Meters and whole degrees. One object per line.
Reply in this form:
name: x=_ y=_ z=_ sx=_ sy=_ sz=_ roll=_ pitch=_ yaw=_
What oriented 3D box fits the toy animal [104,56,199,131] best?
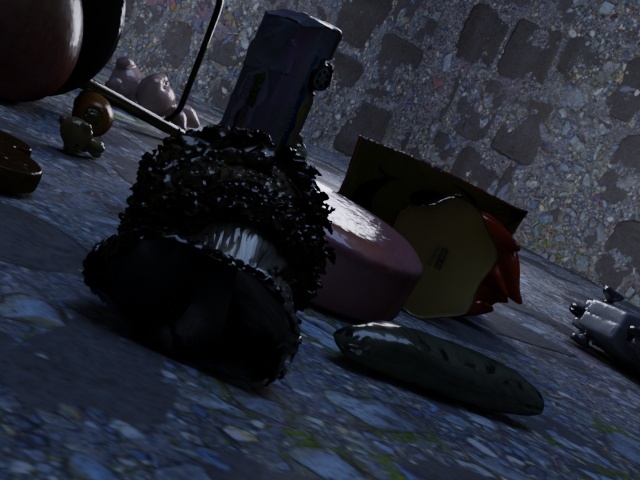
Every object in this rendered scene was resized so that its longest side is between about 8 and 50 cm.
toy animal: x=-0.355 y=-0.315 z=2.419 sx=0.212 sy=0.124 sz=0.124 roll=21 pitch=7 yaw=1

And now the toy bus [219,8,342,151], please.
toy bus: x=-0.083 y=-0.202 z=1.714 sx=0.112 sy=0.317 sz=0.138 roll=25 pitch=9 yaw=24

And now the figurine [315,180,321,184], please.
figurine: x=-0.033 y=-0.075 z=1.898 sx=0.114 sy=0.079 sz=0.114 roll=43 pitch=35 yaw=-41

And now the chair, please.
chair: x=-0.406 y=-0.416 z=2.108 sx=0.364 sy=0.362 sz=0.410 roll=27 pitch=12 yaw=19

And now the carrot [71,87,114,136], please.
carrot: x=-0.372 y=-0.209 z=1.816 sx=0.067 sy=0.067 sz=0.225 roll=22 pitch=7 yaw=-17

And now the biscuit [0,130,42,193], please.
biscuit: x=-0.380 y=-0.105 z=1.175 sx=0.179 sy=0.039 sz=0.236 roll=21 pitch=9 yaw=-40

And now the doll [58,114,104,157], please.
doll: x=-0.329 y=-0.143 z=1.548 sx=0.061 sy=0.051 sz=0.093 roll=19 pitch=5 yaw=11

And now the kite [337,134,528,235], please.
kite: x=0.169 y=-0.032 z=1.726 sx=0.327 sy=0.013 sz=0.378 roll=-2 pitch=-43 yaw=34

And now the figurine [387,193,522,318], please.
figurine: x=0.181 y=0.028 z=1.591 sx=0.208 sy=0.181 sz=0.257 roll=-15 pitch=1 yaw=8

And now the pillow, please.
pillow: x=0.111 y=0.120 z=1.106 sx=0.241 sy=0.051 sz=0.093 roll=19 pitch=9 yaw=-22

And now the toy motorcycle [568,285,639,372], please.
toy motorcycle: x=0.532 y=0.175 z=1.908 sx=0.171 sy=0.110 sz=0.260 roll=39 pitch=-5 yaw=-19

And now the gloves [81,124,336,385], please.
gloves: x=-0.090 y=0.001 z=0.959 sx=0.210 sy=0.135 sz=0.312 roll=5 pitch=26 yaw=11

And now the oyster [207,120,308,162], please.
oyster: x=-0.135 y=-0.193 z=2.363 sx=0.198 sy=0.112 sz=0.268 roll=-1 pitch=24 yaw=-19

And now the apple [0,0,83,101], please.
apple: x=-0.524 y=-0.383 z=1.769 sx=0.344 sy=0.269 sz=0.345 roll=24 pitch=6 yaw=-3

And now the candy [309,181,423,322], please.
candy: x=0.000 y=0.000 z=1.335 sx=0.255 sy=0.094 sz=0.255 roll=28 pitch=13 yaw=-7
